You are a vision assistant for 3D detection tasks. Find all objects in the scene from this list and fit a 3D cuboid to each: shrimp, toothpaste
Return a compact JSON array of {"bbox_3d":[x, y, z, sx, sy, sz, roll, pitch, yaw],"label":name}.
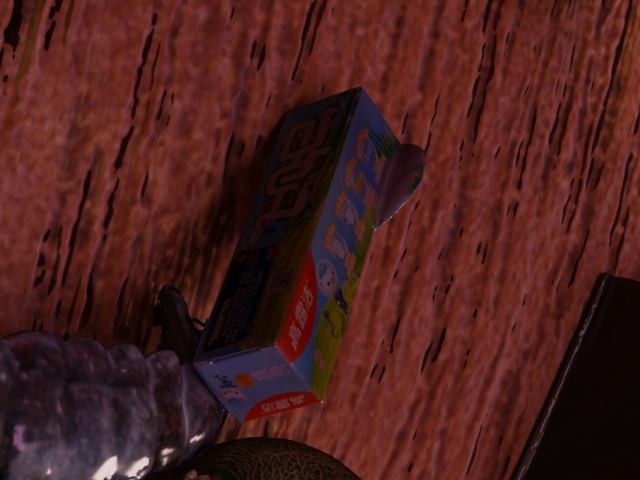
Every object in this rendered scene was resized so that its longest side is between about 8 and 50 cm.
[{"bbox_3d":[-0.201,0.054,0.765,0.410,0.166,0.221,14,117,-32],"label":"shrimp"},{"bbox_3d":[0.000,0.000,0.890,0.044,0.070,0.193,54,35,-30],"label":"toothpaste"}]

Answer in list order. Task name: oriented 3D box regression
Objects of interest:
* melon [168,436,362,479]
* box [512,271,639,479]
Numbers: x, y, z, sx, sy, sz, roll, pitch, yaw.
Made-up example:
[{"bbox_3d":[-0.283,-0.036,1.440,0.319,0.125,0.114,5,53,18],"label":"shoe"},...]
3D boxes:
[{"bbox_3d":[-0.022,0.177,0.920,0.139,0.139,0.192,-46,125,-21],"label":"melon"},{"bbox_3d":[0.219,0.163,1.087,0.155,0.149,0.231,32,79,-35],"label":"box"}]
